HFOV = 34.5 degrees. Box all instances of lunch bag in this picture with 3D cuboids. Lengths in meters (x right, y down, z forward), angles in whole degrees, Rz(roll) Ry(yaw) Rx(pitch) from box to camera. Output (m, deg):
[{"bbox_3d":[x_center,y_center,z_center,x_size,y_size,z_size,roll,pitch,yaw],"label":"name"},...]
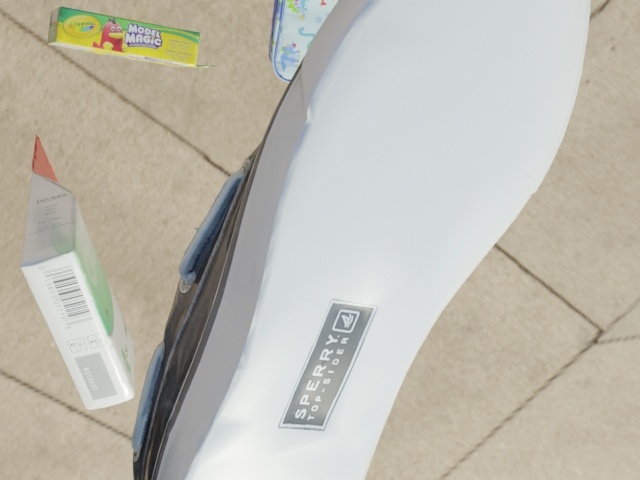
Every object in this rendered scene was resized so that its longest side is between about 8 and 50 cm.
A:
[{"bbox_3d":[0.000,-0.383,1.800,0.176,0.090,0.219,4,119,-10],"label":"lunch bag"}]

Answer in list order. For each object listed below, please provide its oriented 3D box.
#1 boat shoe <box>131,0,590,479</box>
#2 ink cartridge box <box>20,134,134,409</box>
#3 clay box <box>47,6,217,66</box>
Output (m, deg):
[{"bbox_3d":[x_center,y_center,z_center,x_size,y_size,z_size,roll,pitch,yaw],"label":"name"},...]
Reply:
[{"bbox_3d":[0.000,0.000,0.413,0.108,0.102,0.301,12,108,-31],"label":"boat shoe"},{"bbox_3d":[-0.227,0.020,0.988,0.056,0.225,0.181,-13,127,1],"label":"ink cartridge box"},{"bbox_3d":[-0.261,-0.280,1.439,0.221,0.127,0.053,6,97,-21],"label":"clay box"}]
